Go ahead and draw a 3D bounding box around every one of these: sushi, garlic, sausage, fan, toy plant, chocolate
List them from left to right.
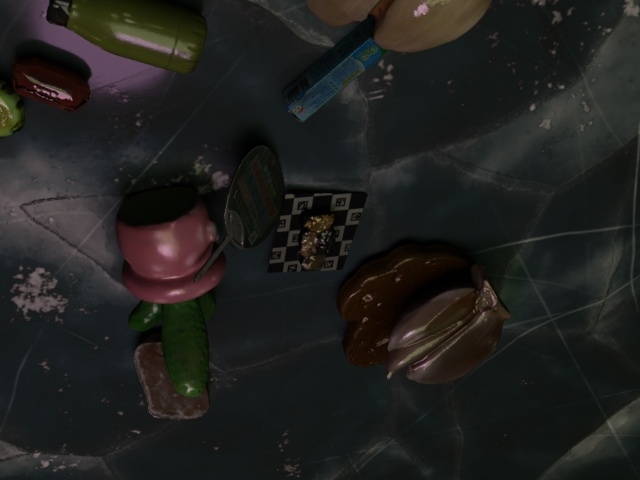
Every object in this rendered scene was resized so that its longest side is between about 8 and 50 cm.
[{"bbox_3d":[-0.479,-0.278,1.522,0.141,0.076,0.076,16,122,-24],"label":"sausage"},{"bbox_3d":[-0.294,0.088,1.720,0.210,0.317,0.356,-2,120,-4],"label":"toy plant"},{"bbox_3d":[-0.339,0.306,2.000,0.156,0.080,0.254,-1,127,6],"label":"chocolate"},{"bbox_3d":[-0.143,-0.041,1.709,0.223,0.012,0.294,23,87,-65],"label":"fan"},{"bbox_3d":[0.000,0.000,1.844,0.192,0.050,0.215,-2,128,-24],"label":"sushi"},{"bbox_3d":[0.135,-0.461,1.440,0.286,0.249,0.313,35,104,-32],"label":"garlic"},{"bbox_3d":[0.290,0.209,1.962,0.325,0.132,0.279,-38,128,11],"label":"garlic"}]

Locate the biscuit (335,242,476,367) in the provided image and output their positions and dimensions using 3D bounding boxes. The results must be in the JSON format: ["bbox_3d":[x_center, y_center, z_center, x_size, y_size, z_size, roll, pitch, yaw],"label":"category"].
[{"bbox_3d":[0.204,0.161,2.022,0.381,0.074,0.359,-37,126,17],"label":"biscuit"}]

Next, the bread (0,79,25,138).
[{"bbox_3d":[-0.598,-0.239,1.523,0.139,0.071,0.130,-9,125,-5],"label":"bread"}]

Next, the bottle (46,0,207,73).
[{"bbox_3d":[-0.330,-0.369,1.462,0.260,0.112,0.112,13,123,-21],"label":"bottle"}]

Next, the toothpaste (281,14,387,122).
[{"bbox_3d":[0.043,-0.332,1.608,0.266,0.065,0.050,-38,126,16],"label":"toothpaste"}]
